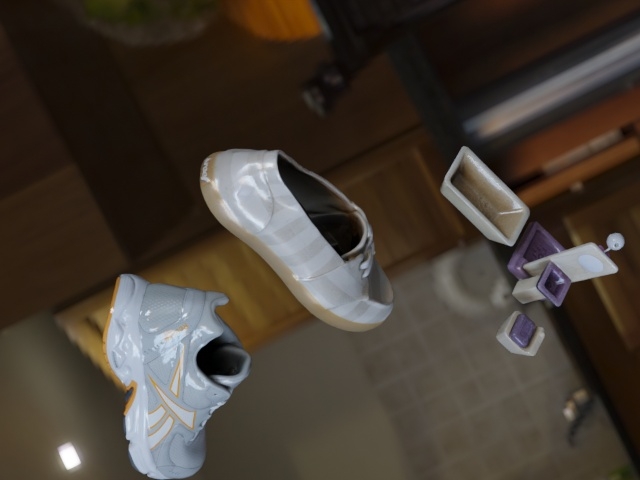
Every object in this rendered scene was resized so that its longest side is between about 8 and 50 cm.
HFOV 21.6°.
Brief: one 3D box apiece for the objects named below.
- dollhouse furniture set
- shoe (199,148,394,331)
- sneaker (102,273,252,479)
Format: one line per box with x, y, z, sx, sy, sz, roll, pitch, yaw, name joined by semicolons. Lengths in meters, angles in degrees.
0.125;-0.001;1.034;0.114;0.091;0.081;43;148;-19;dollhouse furniture set
0.000;0.000;1.185;0.219;0.058;0.076;40;-144;-46;shoe
-0.120;0.139;1.555;0.262;0.121;0.099;81;-164;-49;sneaker
